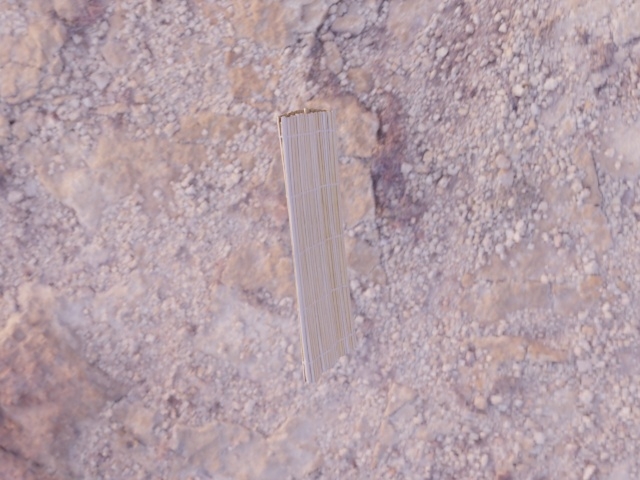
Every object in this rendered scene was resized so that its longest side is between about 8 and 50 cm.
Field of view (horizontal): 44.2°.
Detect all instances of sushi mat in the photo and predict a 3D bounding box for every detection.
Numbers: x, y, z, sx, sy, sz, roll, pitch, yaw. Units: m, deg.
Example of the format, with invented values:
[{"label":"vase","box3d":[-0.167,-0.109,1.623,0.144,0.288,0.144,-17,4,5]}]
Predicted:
[{"label":"sushi mat","box3d":[0.000,0.000,0.949,0.019,0.151,0.317,0,103,25]}]
